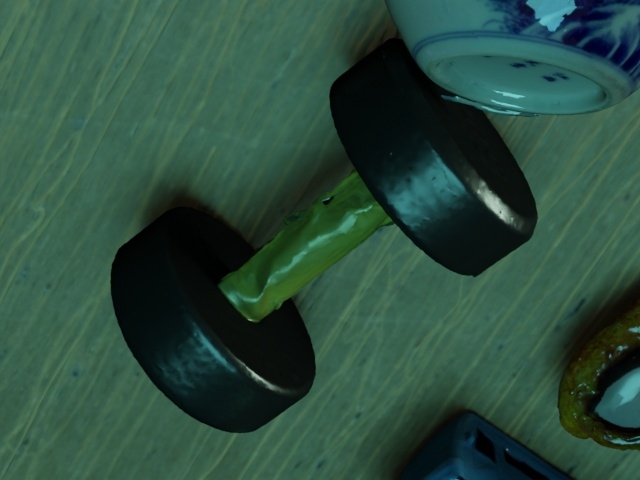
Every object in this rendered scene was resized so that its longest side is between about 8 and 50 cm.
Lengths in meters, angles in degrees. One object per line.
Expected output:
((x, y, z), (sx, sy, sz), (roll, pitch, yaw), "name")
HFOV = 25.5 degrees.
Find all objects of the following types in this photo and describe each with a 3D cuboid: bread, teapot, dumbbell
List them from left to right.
((0.000, 0.000, 1.190), (0.322, 0.204, 0.204), (-37, 109, 19), "dumbbell")
((0.176, -0.245, 1.060), (0.424, 0.252, 0.280), (17, 79, -27), "teapot")
((0.330, 0.089, 1.288), (0.139, 0.095, 0.269), (41, 95, -26), "bread")

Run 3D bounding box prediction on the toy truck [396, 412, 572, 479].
((0.230, 0.329, 1.364), (0.385, 0.162, 0.161), (34, 113, -12), "toy truck")
